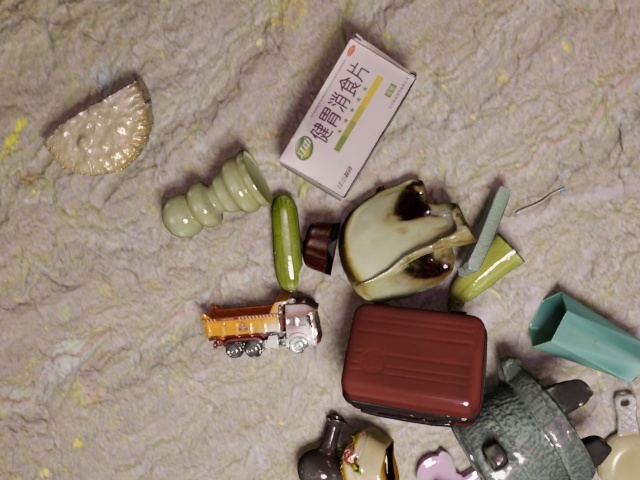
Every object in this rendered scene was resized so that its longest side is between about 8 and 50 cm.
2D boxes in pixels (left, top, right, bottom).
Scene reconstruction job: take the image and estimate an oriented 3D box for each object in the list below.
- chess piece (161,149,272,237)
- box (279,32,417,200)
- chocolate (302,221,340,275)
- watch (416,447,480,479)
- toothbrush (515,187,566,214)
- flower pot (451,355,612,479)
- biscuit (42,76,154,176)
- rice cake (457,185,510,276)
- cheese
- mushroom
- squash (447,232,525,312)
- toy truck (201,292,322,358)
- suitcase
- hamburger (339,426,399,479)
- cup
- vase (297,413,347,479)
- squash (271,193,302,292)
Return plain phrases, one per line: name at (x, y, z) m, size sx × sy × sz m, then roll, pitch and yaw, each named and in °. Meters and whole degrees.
chess piece at (-0.256, -0.094, 1.276) m, size 0.252 × 0.144 × 0.144 m, roll -26°, pitch 92°, yaw 10°
box at (0.063, -0.273, 1.241) m, size 0.173 × 0.145 × 0.332 m, roll 31°, pitch 95°, yaw -2°
chocolate at (0.000, 0.000, 1.272) m, size 0.080 × 0.148 × 0.125 m, roll 8°, pitch 54°, yaw 2°
watch at (0.311, 0.656, 1.252) m, size 0.211 × 0.217 × 0.248 m, roll 22°, pitch 94°, yaw 0°
toothbrush at (0.531, -0.094, 1.304) m, size 0.132 × 0.011 × 0.013 m, roll -26°, pitch 71°, yaw 4°
flower pot at (0.453, 0.413, 1.199) m, size 0.283 × 0.299 × 0.298 m, roll -28°, pitch 92°, yaw 0°
biscuit at (-0.505, -0.255, 1.290) m, size 0.281 × 0.084 × 0.179 m, roll -37°, pitch 91°, yaw 3°
rice cake at (0.379, -0.019, 1.251) m, size 0.042 × 0.080 × 0.221 m, roll 26°, pitch 74°, yaw 6°
cheese at (0.765, 0.499, 1.302) m, size 0.164 × 0.071 × 0.248 m, roll 13°, pitch 93°, yaw 1°
mushroom at (0.195, -0.003, 1.271) m, size 0.292 × 0.212 × 0.217 m, roll -34°, pitch 49°, yaw 12°
squash at (0.378, 0.093, 1.285) m, size 0.094 × 0.094 × 0.224 m, roll 42°, pitch 99°, yaw -1°
toy truck at (-0.135, 0.200, 1.295) m, size 0.271 × 0.114 × 0.135 m, roll -5°, pitch 98°, yaw 4°
suitcase at (0.203, 0.267, 1.168) m, size 0.298 × 0.161 × 0.236 m, roll 5°, pitch 59°, yaw 17°
hamburger at (0.115, 0.526, 1.256) m, size 0.116 × 0.210 × 0.172 m, roll -12°, pitch 81°, yaw 16°
cup at (0.632, 0.229, 1.266) m, size 0.236 × 0.134 × 0.148 m, roll 23°, pitch 97°, yaw -3°
vase at (0.015, 0.514, 1.311) m, size 0.120 × 0.120 × 0.182 m, roll 16°, pitch 80°, yaw 1°
squash at (-0.081, 0.007, 1.301) m, size 0.069 × 0.069 × 0.238 m, roll -3°, pitch 93°, yaw 2°
